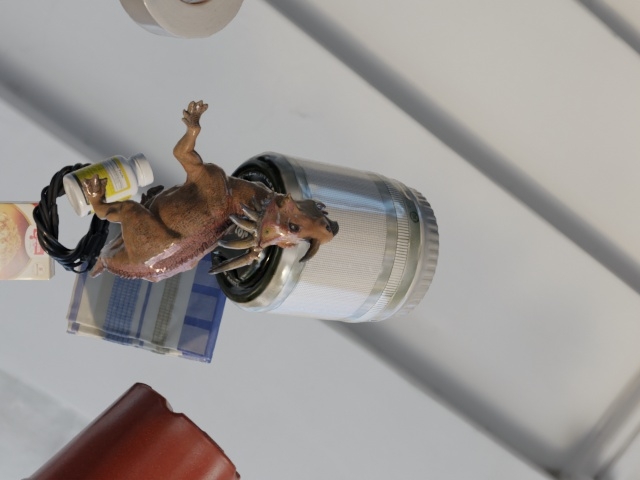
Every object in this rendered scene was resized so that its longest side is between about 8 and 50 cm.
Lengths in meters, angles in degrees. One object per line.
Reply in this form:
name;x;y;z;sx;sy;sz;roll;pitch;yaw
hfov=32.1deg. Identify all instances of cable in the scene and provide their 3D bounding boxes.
cable;-0.395;-0.048;1.785;0.047;0.150;0.184;1;-116;36

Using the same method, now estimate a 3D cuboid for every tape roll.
tape roll;-0.214;-0.425;1.726;0.072;0.219;0.219;16;-111;45

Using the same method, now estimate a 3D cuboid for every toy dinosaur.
toy dinosaur;-0.150;-0.012;1.242;0.295;0.127;0.200;-31;-119;10

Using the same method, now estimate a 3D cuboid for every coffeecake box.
coffeecake box;-0.587;-0.001;2.045;0.068;0.185;0.142;-128;-142;-83

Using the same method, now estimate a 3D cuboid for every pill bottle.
pill bottle;-0.299;-0.083;1.575;0.116;0.065;0.065;-24;-174;-23

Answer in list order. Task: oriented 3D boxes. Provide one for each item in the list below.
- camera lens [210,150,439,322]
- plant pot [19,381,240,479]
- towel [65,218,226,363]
camera lens;0.000;0.000;1.557;0.219;0.274;0.219;-17;-111;54
plant pot;-0.267;0.354;1.510;0.265;0.272;0.272;-48;-165;-18
towel;-0.285;0.080;1.858;0.034;0.285;0.209;24;77;-69
